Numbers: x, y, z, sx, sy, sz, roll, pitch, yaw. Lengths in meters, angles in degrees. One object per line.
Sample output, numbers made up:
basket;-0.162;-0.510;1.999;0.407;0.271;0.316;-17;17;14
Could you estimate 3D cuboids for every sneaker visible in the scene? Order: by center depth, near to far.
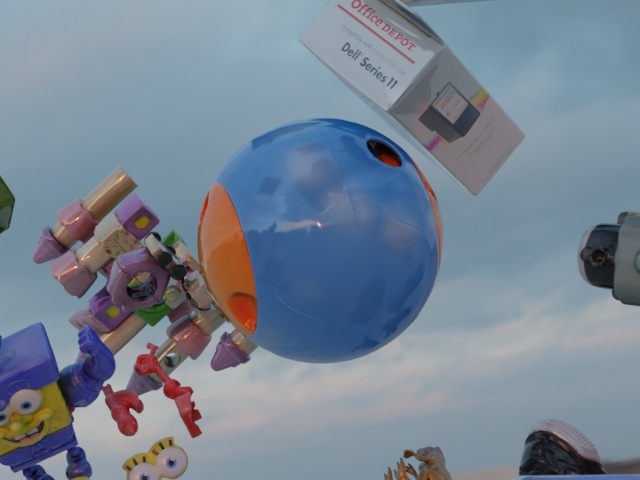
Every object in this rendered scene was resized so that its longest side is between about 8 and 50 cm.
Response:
sneaker;0.340;0.363;1.672;0.153;0.268;0.101;-46;-1;-38

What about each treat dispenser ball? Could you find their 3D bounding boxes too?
treat dispenser ball;0.000;0.000;1.547;0.288;0.288;0.288;-10;-12;-2

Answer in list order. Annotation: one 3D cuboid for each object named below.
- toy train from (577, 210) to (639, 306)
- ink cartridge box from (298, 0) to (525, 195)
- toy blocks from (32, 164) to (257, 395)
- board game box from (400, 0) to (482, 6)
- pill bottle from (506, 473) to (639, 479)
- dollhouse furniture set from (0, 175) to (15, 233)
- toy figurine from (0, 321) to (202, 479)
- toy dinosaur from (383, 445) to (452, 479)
toy train;0.424;0.026;1.327;0.334;0.142;0.190;8;3;44
ink cartridge box;0.111;-0.219;1.773;0.119;0.207;0.353;-49;-38;3
toy blocks;-0.272;0.106;1.890;0.260;0.309;0.288;-42;-56;3
board game box;0.273;-0.425;1.942;0.302;0.086;0.308;-9;-1;-26
pill bottle;0.255;0.315;1.348;0.272;0.152;0.152;-10;-9;40
dollhouse furniture set;-0.403;-0.036;1.195;0.151;0.197;0.301;-37;-1;-21
toy figurine;-0.316;0.151;1.250;0.363;0.191;0.217;-22;-47;-5
toy dinosaur;0.141;0.311;1.639;0.112;0.211;0.064;13;-59;-16
